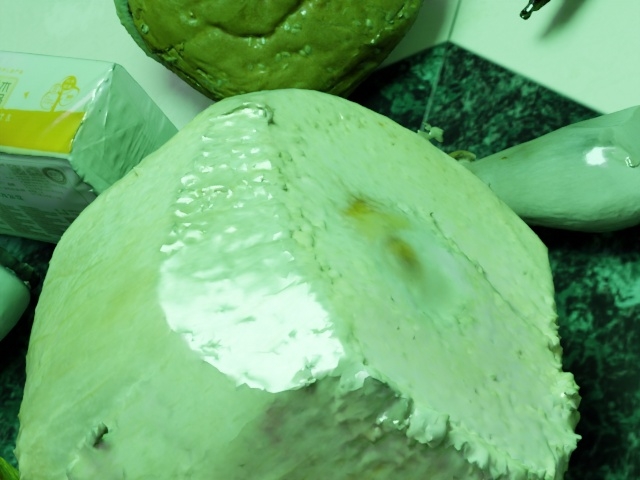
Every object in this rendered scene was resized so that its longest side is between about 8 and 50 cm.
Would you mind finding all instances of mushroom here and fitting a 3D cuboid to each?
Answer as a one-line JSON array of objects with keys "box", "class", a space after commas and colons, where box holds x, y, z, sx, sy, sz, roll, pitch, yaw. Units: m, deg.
[{"box": [0.194, -0.045, 1.527, 0.225, 0.093, 0.116, -19, 29, 27], "class": "mushroom"}]

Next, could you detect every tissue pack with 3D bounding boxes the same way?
[{"box": [-0.253, -0.085, 1.724, 0.225, 0.185, 0.124, 9, 62, 32], "class": "tissue pack"}]

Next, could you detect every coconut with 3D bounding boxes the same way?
[{"box": [-0.036, 0.118, 1.327, 0.404, 0.404, 0.405, -14, 53, 19], "class": "coconut"}]

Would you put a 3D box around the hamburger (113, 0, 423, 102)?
[{"box": [-0.045, -0.242, 1.679, 0.285, 0.265, 0.134, -51, 17, 17], "class": "hamburger"}]

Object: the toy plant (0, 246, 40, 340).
[{"box": [-0.419, 0.130, 1.658, 0.247, 0.247, 0.332, 14, 73, 35], "class": "toy plant"}]

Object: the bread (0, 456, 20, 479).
[{"box": [-0.255, 0.296, 1.344, 0.245, 0.362, 0.233, -38, 49, -3], "class": "bread"}]

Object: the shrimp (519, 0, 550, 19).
[{"box": [0.354, -0.328, 1.647, 0.445, 0.085, 0.272, -41, 54, -9], "class": "shrimp"}]
